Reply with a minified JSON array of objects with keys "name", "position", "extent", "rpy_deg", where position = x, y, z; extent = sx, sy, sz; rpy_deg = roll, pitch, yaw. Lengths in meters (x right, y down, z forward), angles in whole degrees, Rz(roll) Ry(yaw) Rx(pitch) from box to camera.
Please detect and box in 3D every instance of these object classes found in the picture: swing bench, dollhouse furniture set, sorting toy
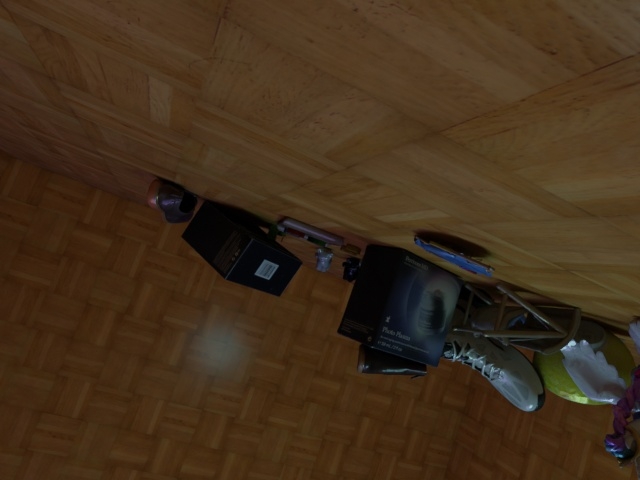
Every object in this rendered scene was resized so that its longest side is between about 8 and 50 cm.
[{"name":"swing bench","position":[0.574,0.238,1.357],"extent":[0.255,0.165,0.253],"rpy_deg":[19,172,-1]},{"name":"dollhouse furniture set","position":[-0.181,-0.022,1.813],"extent":[0.076,0.058,0.151],"rpy_deg":[20,173,-1]},{"name":"sorting toy","position":[0.000,0.000,1.566],"extent":[0.307,0.041,0.229],"rpy_deg":[21,173,-10]}]

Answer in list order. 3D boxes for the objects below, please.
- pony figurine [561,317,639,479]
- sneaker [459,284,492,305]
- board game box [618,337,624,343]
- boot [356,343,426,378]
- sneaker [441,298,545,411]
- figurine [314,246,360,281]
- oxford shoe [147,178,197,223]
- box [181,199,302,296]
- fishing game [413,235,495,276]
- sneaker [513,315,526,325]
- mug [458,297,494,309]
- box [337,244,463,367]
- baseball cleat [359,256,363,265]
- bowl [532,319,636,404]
[{"name":"pony figurine","position":[0.843,0.383,1.157],"extent":[0.364,0.350,0.303],"rpy_deg":[-8,158,-15]},{"name":"sneaker","position":[0.528,0.189,1.584],"extent":[0.170,0.051,0.089],"rpy_deg":[19,175,42]},{"name":"board game box","position":[0.951,0.380,1.705],"extent":[0.224,0.097,0.303],"rpy_deg":[16,174,15]},{"name":"boot","position":[0.224,0.377,1.401],"extent":[0.207,0.090,0.248],"rpy_deg":[5,167,14]},{"name":"sneaker","position":[0.496,0.398,1.497],"extent":[0.258,0.169,0.447],"rpy_deg":[-10,-136,-30]},{"name":"figurine","position":[0.075,0.093,1.960],"extent":[0.215,0.092,0.209],"rpy_deg":[20,165,2]},{"name":"oxford shoe","position":[-0.529,-0.124,1.717],"extent":[0.133,0.129,0.363],"rpy_deg":[13,173,2]},{"name":"box","position":[-0.299,0.037,1.769],"extent":[0.312,0.179,0.343],"rpy_deg":[37,-176,35]},{"name":"fishing game","position":[0.298,0.029,1.020],"extent":[0.189,0.041,0.264],"rpy_deg":[25,180,16]},{"name":"sneaker","position":[0.677,0.303,1.777],"extent":[0.232,0.090,0.081],"rpy_deg":[15,128,33]},{"name":"mug","position":[0.567,0.249,1.721],"extent":[0.158,0.097,0.129],"rpy_deg":[16,172,21]},{"name":"box","position":[0.252,0.202,1.405],"extent":[0.296,0.294,0.183],"rpy_deg":[24,171,-33]},{"name":"baseball cleat","position":[0.198,0.101,1.700],"extent":[0.109,0.072,0.206],"rpy_deg":[25,170,4]},{"name":"bowl","position":[0.812,0.341,1.402],"extent":[0.289,0.289,0.156],"rpy_deg":[13,128,42]}]
